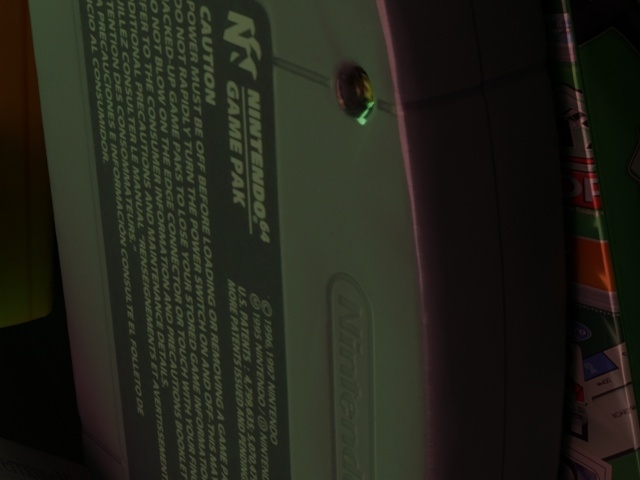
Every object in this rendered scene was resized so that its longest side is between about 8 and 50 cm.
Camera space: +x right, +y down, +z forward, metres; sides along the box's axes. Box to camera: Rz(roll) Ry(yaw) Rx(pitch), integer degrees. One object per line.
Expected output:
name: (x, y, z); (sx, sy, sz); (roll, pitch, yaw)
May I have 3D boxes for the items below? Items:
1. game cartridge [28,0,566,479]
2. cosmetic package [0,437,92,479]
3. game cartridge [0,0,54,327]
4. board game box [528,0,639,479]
game cartridge: (-0.013, 0.013, 0.440); (0.196, 0.060, 0.294); (33, 132, 48)
cosmetic package: (-0.090, 0.211, 0.572); (0.224, 0.138, 0.224); (53, -177, 23)
game cartridge: (-0.184, -0.165, 0.637); (0.323, 0.053, 0.285); (49, 143, 42)
board game box: (0.000, 0.000, 0.503); (0.317, 0.046, 0.213); (6, 111, 55)
